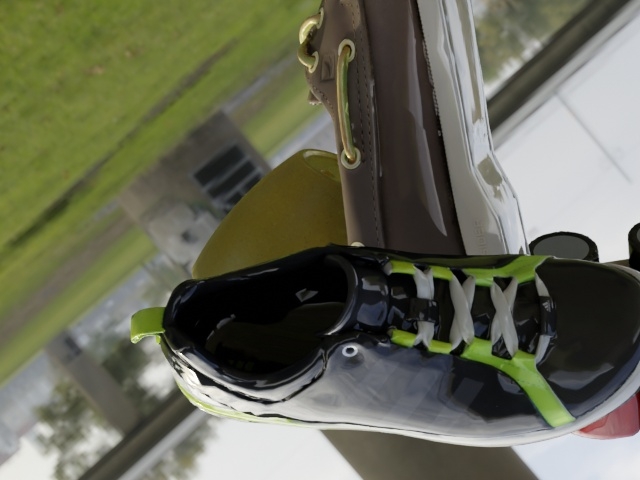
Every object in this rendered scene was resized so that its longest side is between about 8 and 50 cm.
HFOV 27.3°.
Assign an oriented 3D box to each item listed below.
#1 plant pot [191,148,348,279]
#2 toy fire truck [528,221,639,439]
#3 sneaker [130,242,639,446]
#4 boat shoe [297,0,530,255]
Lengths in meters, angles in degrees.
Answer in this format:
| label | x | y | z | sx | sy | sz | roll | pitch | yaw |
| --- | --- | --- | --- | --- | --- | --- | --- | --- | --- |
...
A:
| label | x | y | z | sx | sy | sz | roll | pitch | yaw |
| --- | --- | --- | --- | --- | --- | --- | --- | --- | --- |
| plant pot | 0.000 | 0.000 | 0.812 | 0.134 | 0.134 | 0.095 | -53 | 167 | -73 |
| toy fire truck | 0.265 | 0.111 | 0.954 | 0.217 | 0.158 | 0.246 | -8 | -149 | 4 |
| sneaker | 0.034 | 0.044 | 0.578 | 0.234 | 0.084 | 0.097 | -6 | 159 | 8 |
| boat shoe | 0.039 | -0.080 | 0.705 | 0.096 | 0.324 | 0.116 | -12 | -178 | 17 |
